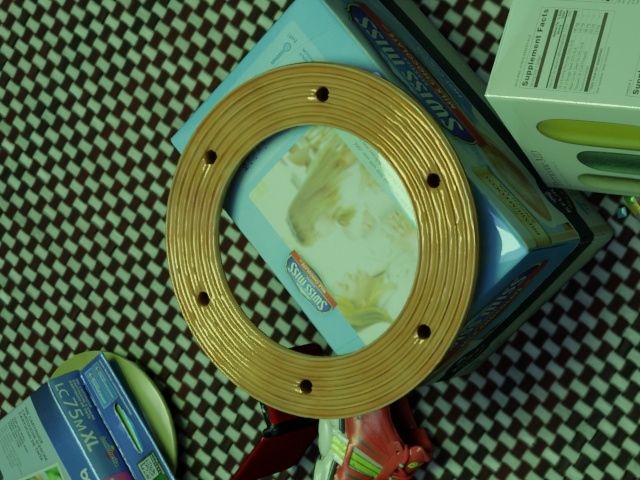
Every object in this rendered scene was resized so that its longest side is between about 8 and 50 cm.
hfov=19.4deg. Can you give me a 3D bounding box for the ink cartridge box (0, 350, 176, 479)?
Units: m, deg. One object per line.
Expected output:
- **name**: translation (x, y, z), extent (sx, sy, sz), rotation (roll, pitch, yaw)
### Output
- **ink cartridge box**: translation (-0.310, 0.279, 2.162), extent (0.311, 0.065, 0.185), rotation (-38, 76, 35)

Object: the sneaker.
- **sneaker**: translation (0.058, 0.236, 1.968), extent (0.118, 0.107, 0.279), rotation (4, 98, 19)

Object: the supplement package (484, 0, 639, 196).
- **supplement package**: translation (0.323, -0.160, 1.702), extent (0.263, 0.199, 0.198), rotation (8, 70, 28)

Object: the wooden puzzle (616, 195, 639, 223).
- **wooden puzzle**: translation (0.328, -0.043, 1.852), extent (0.083, 0.006, 0.049), rotation (-37, 76, 25)

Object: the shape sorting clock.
- **shape sorting clock**: translation (-0.245, 0.228, 2.163), extent (0.206, 0.040, 0.206), rotation (9, 105, 37)

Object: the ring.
- **ring**: translation (0.000, 0.000, 1.760), extent (0.337, 0.032, 0.336), rotation (3, 97, 31)

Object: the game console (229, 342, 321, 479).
- **game console**: translation (-0.050, 0.184, 1.995), extent (0.085, 0.144, 0.124), rotation (-21, 83, 27)

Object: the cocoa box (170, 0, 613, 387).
- **cocoa box**: translation (0.070, -0.052, 1.866), extent (0.231, 0.228, 0.347), rotation (-46, 72, 23)
